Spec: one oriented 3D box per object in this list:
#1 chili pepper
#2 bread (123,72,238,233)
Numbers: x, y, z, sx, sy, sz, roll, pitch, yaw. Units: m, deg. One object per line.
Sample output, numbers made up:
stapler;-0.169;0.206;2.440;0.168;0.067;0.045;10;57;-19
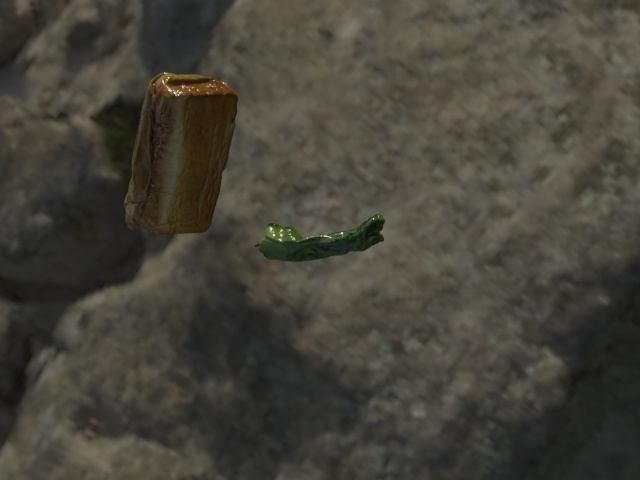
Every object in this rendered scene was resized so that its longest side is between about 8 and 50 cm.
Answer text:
chili pepper;0.001;0.001;1.144;0.091;0.034;0.030;-6;29;14
bread;-0.110;-0.066;1.346;0.053;0.074;0.132;35;122;43
